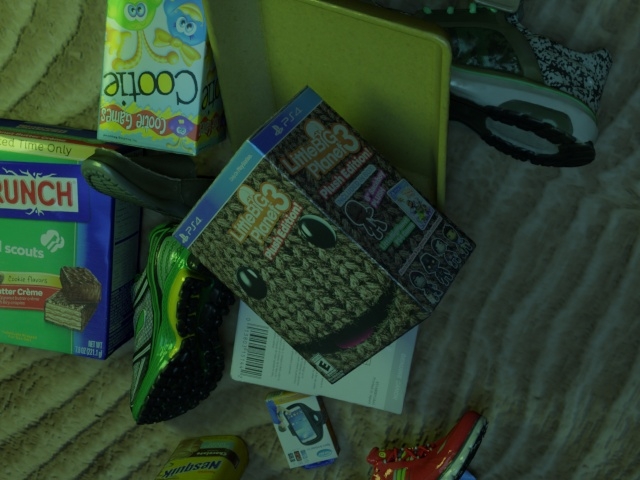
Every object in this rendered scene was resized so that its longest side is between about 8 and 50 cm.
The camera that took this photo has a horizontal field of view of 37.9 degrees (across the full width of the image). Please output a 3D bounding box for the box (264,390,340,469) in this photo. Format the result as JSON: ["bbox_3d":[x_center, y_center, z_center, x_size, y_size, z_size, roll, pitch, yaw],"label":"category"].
[{"bbox_3d":[-0.025,0.291,1.431,0.081,0.028,0.136,-17,99,14],"label":"box"}]

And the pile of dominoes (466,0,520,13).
[{"bbox_3d":[0.156,-0.410,1.200,0.251,0.040,0.196,17,86,5],"label":"pile of dominoes"}]

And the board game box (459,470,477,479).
[{"bbox_3d":[0.172,0.405,1.424,0.133,0.033,0.169,3,100,14],"label":"board game box"}]

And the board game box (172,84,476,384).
[{"bbox_3d":[0.000,0.000,1.173,0.291,0.141,0.232,43,137,-2],"label":"board game box"}]

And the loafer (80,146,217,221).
[{"bbox_3d":[-0.225,-0.086,1.278,0.094,0.251,0.087,14,84,30],"label":"loafer"}]

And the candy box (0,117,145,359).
[{"bbox_3d":[-0.410,-0.007,1.373,0.268,0.122,0.317,8,105,9],"label":"candy box"}]

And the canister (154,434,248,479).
[{"bbox_3d":[-0.185,0.362,1.404,0.126,0.170,0.073,-7,103,12],"label":"canister"}]

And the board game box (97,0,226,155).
[{"bbox_3d":[-0.199,-0.269,1.253,0.142,0.144,0.275,10,107,8],"label":"board game box"}]

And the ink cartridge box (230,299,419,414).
[{"bbox_3d":[0.018,0.083,1.348,0.261,0.066,0.296,11,107,7],"label":"ink cartridge box"}]

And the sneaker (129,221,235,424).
[{"bbox_3d":[-0.219,0.128,1.391,0.146,0.134,0.343,38,120,37],"label":"sneaker"}]

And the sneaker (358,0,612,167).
[{"bbox_3d":[0.193,-0.249,1.217,0.410,0.158,0.182,28,75,7],"label":"sneaker"}]

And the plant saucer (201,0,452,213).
[{"bbox_3d":[0.025,-0.186,1.174,0.333,0.081,0.333,22,146,21],"label":"plant saucer"}]

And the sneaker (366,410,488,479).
[{"bbox_3d":[0.126,0.337,1.357,0.118,0.107,0.279,46,104,15],"label":"sneaker"}]
